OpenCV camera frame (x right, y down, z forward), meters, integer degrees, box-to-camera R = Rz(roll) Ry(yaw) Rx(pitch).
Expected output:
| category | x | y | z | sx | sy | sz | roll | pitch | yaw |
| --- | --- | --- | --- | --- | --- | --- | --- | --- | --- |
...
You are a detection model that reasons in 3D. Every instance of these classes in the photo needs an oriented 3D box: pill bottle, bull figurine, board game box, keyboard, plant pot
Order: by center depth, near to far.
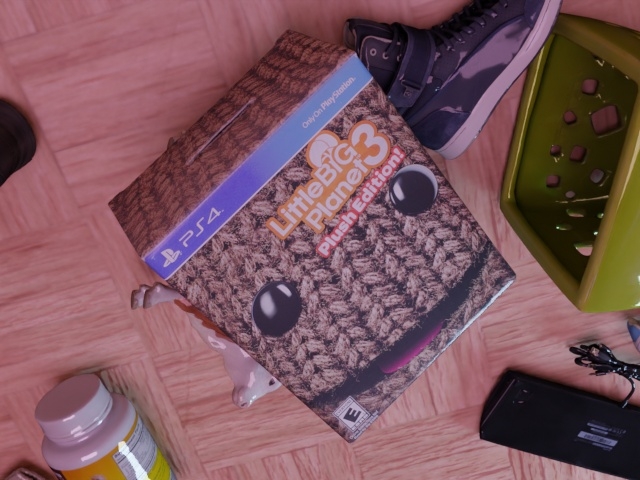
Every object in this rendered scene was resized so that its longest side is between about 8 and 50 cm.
| category | x | y | z | sx | sy | sz | roll | pitch | yaw |
| --- | --- | --- | --- | --- | --- | --- | --- | --- | --- |
| board game box | 0.000 | 0.000 | 0.733 | 0.232 | 0.141 | 0.291 | -45 | 122 | -3 |
| plant pot | 0.322 | -0.078 | 0.763 | 0.207 | 0.227 | 0.228 | 2 | 118 | -11 |
| bull figurine | -0.091 | 0.030 | 0.850 | 0.188 | 0.101 | 0.310 | 8 | 107 | -24 |
| pill bottle | -0.259 | 0.270 | 0.972 | 0.117 | 0.117 | 0.215 | -18 | 117 | 7 |
| keyboard | 0.377 | 0.222 | 1.031 | 0.317 | 0.033 | 0.202 | 17 | 122 | -13 |

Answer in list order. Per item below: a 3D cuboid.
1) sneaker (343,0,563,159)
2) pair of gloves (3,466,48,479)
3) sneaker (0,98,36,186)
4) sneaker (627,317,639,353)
| category | x | y | z | sx | sy | sz | roll | pitch | yaw |
| --- | --- | --- | --- | --- | --- | --- | --- | --- | --- |
| sneaker | 0.117 | -0.201 | 0.750 | 0.163 | 0.086 | 0.226 | 23 | 113 | -20 |
| pair of gloves | -0.488 | 0.333 | 1.038 | 0.240 | 0.042 | 0.204 | 34 | 108 | -21 |
| sneaker | -0.430 | -0.054 | 0.783 | 0.286 | 0.130 | 0.109 | -21 | 119 | 10 |
| sneaker | 0.467 | 0.059 | 0.920 | 0.237 | 0.085 | 0.086 | -42 | 105 | 14 |
